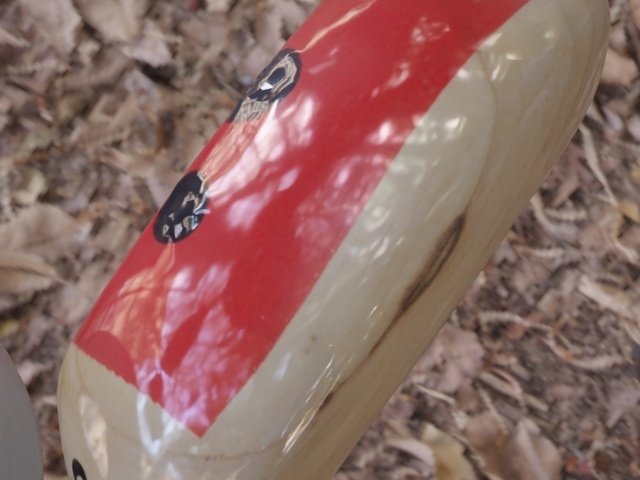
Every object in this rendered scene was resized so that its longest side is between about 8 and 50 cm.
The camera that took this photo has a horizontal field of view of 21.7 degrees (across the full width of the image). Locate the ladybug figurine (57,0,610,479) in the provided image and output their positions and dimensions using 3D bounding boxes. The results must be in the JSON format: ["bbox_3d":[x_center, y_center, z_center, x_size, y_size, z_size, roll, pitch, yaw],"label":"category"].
[{"bbox_3d":[0.000,0.000,0.966,0.162,0.305,0.449,36,82,1],"label":"ladybug figurine"}]

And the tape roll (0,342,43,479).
[{"bbox_3d":[-0.261,0.135,0.939,0.072,0.219,0.219,-9,68,38],"label":"tape roll"}]
